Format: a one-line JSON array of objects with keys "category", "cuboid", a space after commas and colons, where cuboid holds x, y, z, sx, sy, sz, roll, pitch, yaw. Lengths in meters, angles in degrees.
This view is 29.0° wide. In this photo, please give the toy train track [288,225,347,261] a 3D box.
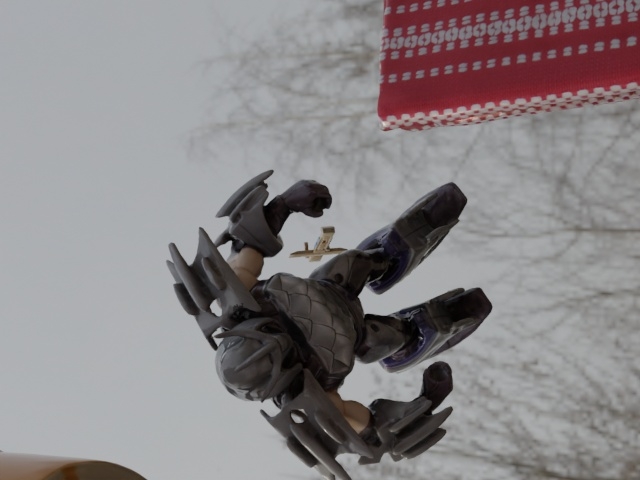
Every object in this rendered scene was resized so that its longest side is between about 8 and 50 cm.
[{"category": "toy train track", "cuboid": [0.000, 0.000, 0.998, 0.083, 0.048, 0.014, 117, 147, -72]}]

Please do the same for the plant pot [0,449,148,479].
[{"category": "plant pot", "cuboid": [-0.169, 0.189, 0.625, 0.205, 0.188, 0.205, 25, -123, -45]}]

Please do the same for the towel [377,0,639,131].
[{"category": "towel", "cuboid": [0.119, -0.170, 0.432, 0.031, 0.199, 0.274, 37, -127, -52]}]

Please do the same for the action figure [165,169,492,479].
[{"category": "action figure", "cuboid": [0.017, 0.041, 0.752, 0.185, 0.099, 0.285, 62, -153, 5]}]
